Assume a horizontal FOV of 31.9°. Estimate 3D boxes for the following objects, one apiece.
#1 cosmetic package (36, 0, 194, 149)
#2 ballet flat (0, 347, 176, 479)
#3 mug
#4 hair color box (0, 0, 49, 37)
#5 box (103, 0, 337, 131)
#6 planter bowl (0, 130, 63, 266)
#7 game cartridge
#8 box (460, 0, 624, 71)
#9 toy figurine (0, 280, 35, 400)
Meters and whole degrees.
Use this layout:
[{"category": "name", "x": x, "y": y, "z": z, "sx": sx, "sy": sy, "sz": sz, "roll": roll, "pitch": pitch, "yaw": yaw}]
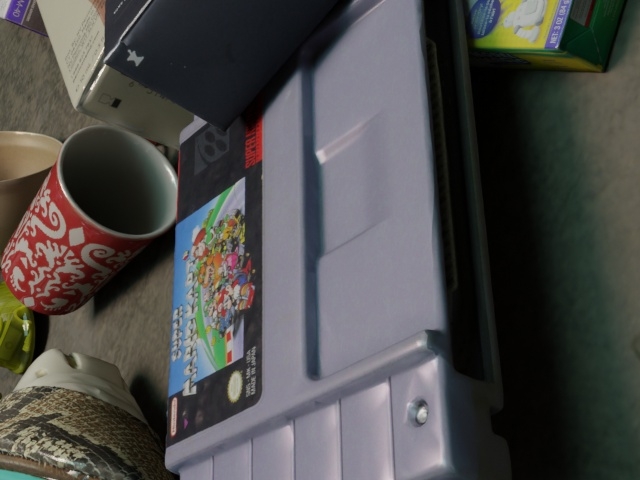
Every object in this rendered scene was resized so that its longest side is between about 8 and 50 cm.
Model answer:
[{"category": "cosmetic package", "x": -0.145, "y": -0.211, "z": 0.949, "sx": 0.129, "sy": 0.153, "sz": 0.296, "roll": -56, "pitch": 39, "yaw": 22}, {"category": "ballet flat", "x": -0.250, "y": 0.190, "z": 0.943, "sx": 0.482, "sy": 0.164, "sz": 0.182, "roll": -32, "pitch": 31, "yaw": 46}, {"category": "mug", "x": -0.200, "y": -0.015, "z": 1.010, "sx": 0.113, "sy": 0.150, "sz": 0.169, "roll": 54, "pitch": 133, "yaw": 7}, {"category": "hair color box", "x": -0.344, "y": -0.349, "z": 1.330, "sx": 0.339, "sy": 0.110, "sz": 0.185, "roll": 28, "pitch": 98, "yaw": 54}, {"category": "box", "x": -0.055, "y": -0.181, "z": 0.695, "sx": 0.156, "sy": 0.093, "sz": 0.158, "roll": -46, "pitch": 31, "yaw": 24}, {"category": "planter bowl", "x": -0.342, "y": -0.038, "z": 1.169, "sx": 0.162, "sy": 0.162, "sz": 0.109, "roll": 39, "pitch": 135, "yaw": 54}, {"category": "game cartridge", "x": -0.006, "y": -0.005, "z": 0.654, "sx": 0.230, "sy": 0.068, "sz": 0.355, "roll": -28, "pitch": 51, "yaw": 38}, {"category": "box", "x": 0.105, "y": -0.158, "z": 0.670, "sx": 0.179, "sy": 0.043, "sz": 0.105, "roll": 14, "pitch": 88, "yaw": 57}, {"category": "toy figurine", "x": -0.469, "y": 0.070, "z": 1.226, "sx": 0.362, "sy": 0.217, "sz": 0.191, "roll": 35, "pitch": 105, "yaw": 55}]
